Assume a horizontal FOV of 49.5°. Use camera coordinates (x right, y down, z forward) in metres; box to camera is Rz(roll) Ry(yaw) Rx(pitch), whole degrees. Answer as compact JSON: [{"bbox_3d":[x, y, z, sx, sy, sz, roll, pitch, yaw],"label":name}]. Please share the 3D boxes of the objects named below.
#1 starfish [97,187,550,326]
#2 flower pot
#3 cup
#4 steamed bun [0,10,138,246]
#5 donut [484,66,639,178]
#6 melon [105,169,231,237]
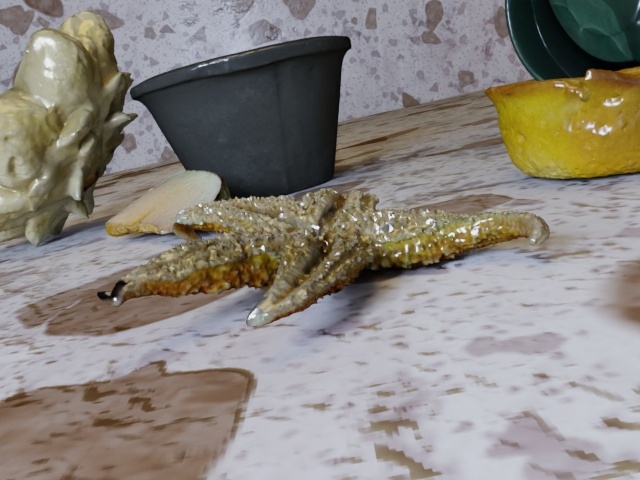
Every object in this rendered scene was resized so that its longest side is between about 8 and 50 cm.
[{"bbox_3d":[0.000,0.001,0.379,0.241,0.043,0.227,-3,17,28],"label":"starfish"},{"bbox_3d":[-0.076,-0.138,0.839,0.269,0.166,0.269,-15,11,3],"label":"flower pot"},{"bbox_3d":[0.536,-0.411,1.043,0.392,0.310,0.401,-16,-24,-36],"label":"cup"},{"bbox_3d":[-0.306,-0.125,0.836,0.292,0.137,0.295,-56,10,40],"label":"steamed bun"},{"bbox_3d":[0.225,-0.093,0.523,0.190,0.074,0.174,-11,10,-11],"label":"donut"},{"bbox_3d":[-0.128,-0.032,0.665,0.098,0.054,0.182,-29,18,-37],"label":"melon"}]
